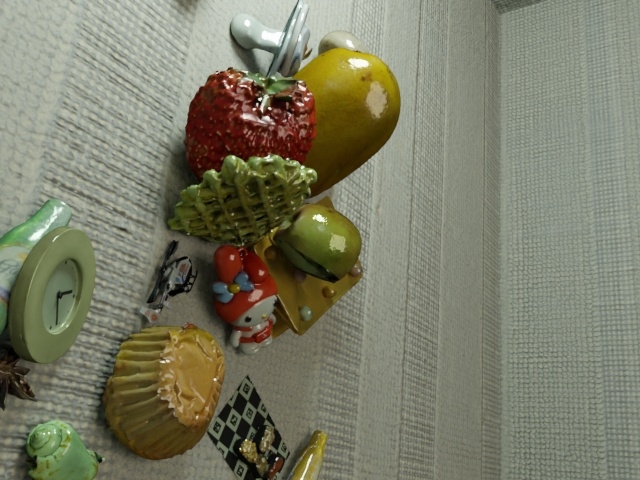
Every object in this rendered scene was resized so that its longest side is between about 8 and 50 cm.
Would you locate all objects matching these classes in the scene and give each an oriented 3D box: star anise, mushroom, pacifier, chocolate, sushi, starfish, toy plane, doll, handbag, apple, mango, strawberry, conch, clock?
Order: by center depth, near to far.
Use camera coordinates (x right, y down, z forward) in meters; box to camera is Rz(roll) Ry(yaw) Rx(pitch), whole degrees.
[{"bbox_3d":[-0.527,0.216,1.087,0.129,0.056,0.124,0,59,-53],"label":"star anise"},{"bbox_3d":[-0.506,0.044,1.117,0.110,0.110,0.291,58,37,-33],"label":"chocolate"},{"bbox_3d":[-0.450,0.092,1.156,0.235,0.029,0.235,11,90,-84],"label":"clock"},{"bbox_3d":[-0.444,0.381,1.171,0.106,0.079,0.170,-56,138,-27],"label":"conch"},{"bbox_3d":[-0.321,0.095,1.444,0.078,0.053,0.197,46,46,-32],"label":"toy plane"},{"bbox_3d":[-0.174,0.131,1.583,0.161,0.130,0.290,-27,124,-31],"label":"doll"},{"bbox_3d":[-0.175,-0.223,1.587,0.312,0.267,0.351,-6,121,-32],"label":"strawberry"},{"bbox_3d":[-0.148,0.491,1.634,0.192,0.043,0.279,-53,127,-48],"label":"sushi"},{"bbox_3d":[0.000,0.000,1.680,0.188,0.174,0.207,48,26,-27],"label":"apple"},{"bbox_3d":[-0.034,0.591,1.773,0.086,0.085,0.219,64,33,-27],"label":"chocolate"},{"bbox_3d":[-0.134,-0.540,1.785,0.207,0.227,0.279,20,59,-10],"label":"pacifier"},{"bbox_3d":[0.017,-0.303,1.788,0.300,0.232,0.446,40,90,-11],"label":"mango"},{"bbox_3d":[-0.047,0.062,1.816,0.401,0.133,0.283,-35,105,-52],"label":"handbag"},{"bbox_3d":[-0.078,-0.495,1.930,0.041,0.130,0.133,40,87,-5],"label":"starfish"},{"bbox_3d":[0.053,-0.524,2.066,0.206,0.209,0.206,59,11,-19],"label":"mushroom"}]

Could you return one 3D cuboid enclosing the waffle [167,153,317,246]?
[{"bbox_3d":[-0.167,-0.083,1.501,0.317,0.297,0.073,4,53,-49],"label":"waffle"}]

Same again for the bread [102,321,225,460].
[{"bbox_3d":[-0.296,0.296,1.349,0.274,0.149,0.274,25,58,-48],"label":"bread"}]
